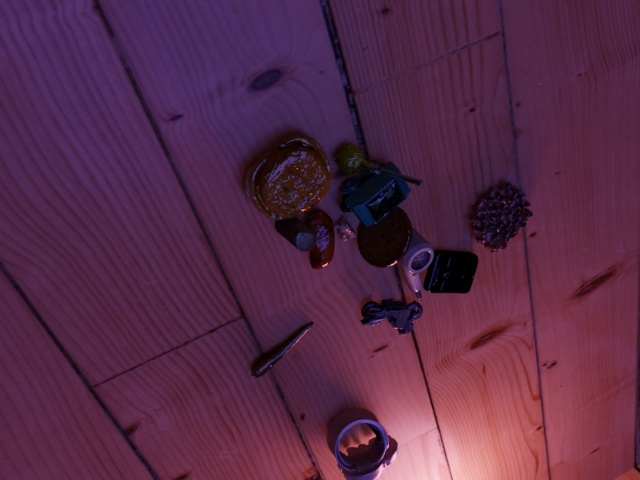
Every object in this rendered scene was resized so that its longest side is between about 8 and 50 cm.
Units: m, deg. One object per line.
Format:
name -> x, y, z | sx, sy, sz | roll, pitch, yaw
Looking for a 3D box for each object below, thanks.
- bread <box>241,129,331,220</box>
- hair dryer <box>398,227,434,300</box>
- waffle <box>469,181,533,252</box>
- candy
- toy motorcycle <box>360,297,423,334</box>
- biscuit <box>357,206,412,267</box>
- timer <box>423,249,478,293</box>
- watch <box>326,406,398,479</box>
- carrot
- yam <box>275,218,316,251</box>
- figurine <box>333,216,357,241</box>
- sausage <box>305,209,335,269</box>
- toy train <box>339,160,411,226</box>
bread -> -0.079, -0.161, 1.462 | 0.236, 0.120, 0.198 | -40, 125, 1
hair dryer -> 0.289, 0.090, 1.730 | 0.107, 0.173, 0.357 | -32, 136, -5
waffle -> 0.584, -0.077, 1.811 | 0.221, 0.055, 0.234 | -49, 127, 5
candy -> 0.152, -0.191, 1.479 | 0.073, 0.262, 0.077 | -52, 148, -24
toy motorcycle -> 0.229, 0.252, 1.822 | 0.215, 0.080, 0.122 | 2, 112, -17
biscuit -> 0.184, -0.013, 1.607 | 0.027, 0.188, 0.188 | 14, 111, -48
timer -> 0.435, 0.107, 1.829 | 0.187, 0.055, 0.144 | 4, 106, -28
watch -> 0.149, 0.706, 1.982 | 0.244, 0.196, 0.231 | -19, 99, -13
carrot -> -0.119, 0.340, 1.746 | 0.254, 0.049, 0.049 | -40, 123, -4
yam -> -0.070, -0.025, 1.511 | 0.068, 0.169, 0.068 | -7, 109, -23
figurine -> 0.069, -0.029, 1.638 | 0.050, 0.047, 0.083 | -29, 131, 12
sausage -> 0.000, 0.000, 1.595 | 0.089, 0.089, 0.179 | -10, 118, -17
toy train -> 0.148, -0.134, 1.548 | 0.198, 0.154, 0.107 | -40, 125, -1
